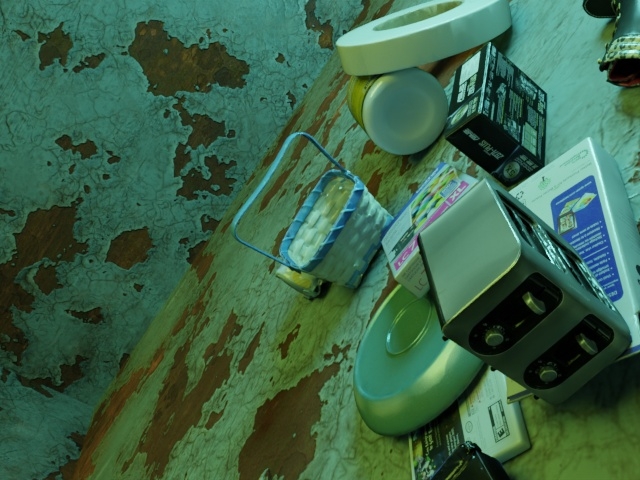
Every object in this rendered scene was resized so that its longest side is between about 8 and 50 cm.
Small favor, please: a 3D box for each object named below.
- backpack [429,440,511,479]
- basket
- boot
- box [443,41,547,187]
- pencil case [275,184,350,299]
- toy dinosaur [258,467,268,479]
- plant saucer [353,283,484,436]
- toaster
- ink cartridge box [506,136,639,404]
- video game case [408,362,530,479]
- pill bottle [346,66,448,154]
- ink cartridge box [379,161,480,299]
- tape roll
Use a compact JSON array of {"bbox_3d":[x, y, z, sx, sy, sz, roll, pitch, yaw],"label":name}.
[{"bbox_3d":[0.157,0.290,0.594,0.114,0.084,0.105,-49,20,9],"label":"backpack"},{"bbox_3d":[-0.013,-0.044,1.185,0.255,0.289,0.201,-55,30,-4],"label":"basket"},{"bbox_3d":[0.441,-0.315,0.826,0.179,0.085,0.236,-60,20,0],"label":"boot"},{"bbox_3d":[0.289,-0.204,0.927,0.077,0.147,0.180,-34,31,49],"label":"box"},{"bbox_3d":[0.000,0.000,1.358,0.124,0.113,0.273,7,66,56],"label":"pencil case"},{"bbox_3d":[-0.121,0.488,0.991,0.112,0.064,0.212,-36,29,49],"label":"toy dinosaur"},{"bbox_3d":[0.145,0.138,0.863,0.318,0.043,0.318,-50,15,19],"label":"plant saucer"},{"bbox_3d":[0.194,0.044,0.574,0.110,0.168,0.186,-45,24,25],"label":"toaster"},{"bbox_3d":[0.295,0.035,0.682,0.165,0.065,0.333,-39,25,41],"label":"ink cartridge box"},{"bbox_3d":[0.179,0.219,0.743,0.173,0.022,0.191,-45,24,31],"label":"video game case"},{"bbox_3d":[0.165,-0.334,1.353,0.188,0.187,0.334,-52,20,16],"label":"pill bottle"},{"bbox_3d":[0.183,-0.034,0.950,0.186,0.065,0.311,-51,5,11],"label":"ink cartridge box"},{"bbox_3d":[0.226,-0.471,1.280,0.391,0.072,0.392,-16,26,8],"label":"tape roll"}]
